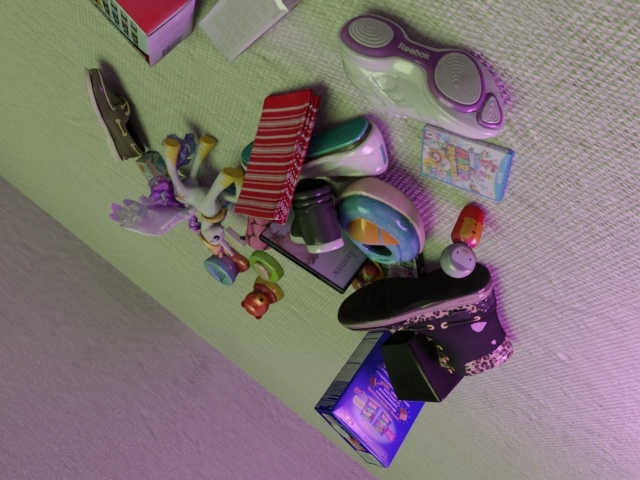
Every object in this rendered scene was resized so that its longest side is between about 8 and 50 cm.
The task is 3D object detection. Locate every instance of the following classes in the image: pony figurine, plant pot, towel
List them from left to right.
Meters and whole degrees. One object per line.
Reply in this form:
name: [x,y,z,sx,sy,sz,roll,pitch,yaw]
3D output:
pony figurine: [-0.381,-0.131,1.520,0.351,0.302,0.363,27,134,5]
towel: [-0.098,-0.178,1.105,0.031,0.274,0.199,16,179,-37]
plant pot: [0.281,0.315,1.447,0.166,0.188,0.187,58,148,-4]

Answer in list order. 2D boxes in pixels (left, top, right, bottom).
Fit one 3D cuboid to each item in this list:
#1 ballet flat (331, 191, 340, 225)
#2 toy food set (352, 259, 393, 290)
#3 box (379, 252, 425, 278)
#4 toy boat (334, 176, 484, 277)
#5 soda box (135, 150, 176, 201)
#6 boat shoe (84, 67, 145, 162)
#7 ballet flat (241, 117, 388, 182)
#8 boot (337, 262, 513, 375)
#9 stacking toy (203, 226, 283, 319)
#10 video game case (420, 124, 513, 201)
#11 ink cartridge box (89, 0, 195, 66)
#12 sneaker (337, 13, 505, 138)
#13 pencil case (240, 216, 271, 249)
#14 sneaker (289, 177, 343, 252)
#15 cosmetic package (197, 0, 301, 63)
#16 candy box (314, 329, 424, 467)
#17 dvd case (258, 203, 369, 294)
ballet flat: [-0.024,-0.120,1.291,0.231,0.077,0.077,35,132,11]
toy food set: [0.094,0.075,1.374,0.218,0.071,0.128,40,157,27]
box: [0.207,0.078,1.332,0.114,0.036,0.206,19,145,32]
toy boat: [0.174,-0.015,1.096,0.319,0.148,0.267,9,156,33]
soda box: [-0.531,-0.205,1.747,0.058,0.063,0.183,15,143,36]
boat shoe: [-0.612,-0.374,1.574,0.324,0.097,0.116,88,166,-49]
ballet flat: [-0.020,-0.171,1.167,0.401,0.139,0.139,0,133,44]
boot: [0.260,0.211,1.276,0.378,0.138,0.284,-19,126,23]
stacking toy: [-0.278,0.123,1.845,0.309,0.130,0.279,35,151,6]
video game case: [0.267,-0.143,0.984,0.166,0.015,0.119,24,147,24]
ink cartridge box: [-0.393,-0.526,1.006,0.309,0.130,0.272,47,169,-12]
sneaker: [0.165,-0.256,0.878,0.305,0.114,0.152,36,164,14]
pencil case: [-0.153,-0.068,1.386,0.209,0.095,0.098,110,149,-48]
sneaker: [-0.019,-0.067,1.160,0.296,0.105,0.146,-144,43,-77]
cosmetic package: [-0.135,-0.431,0.993,0.239,0.060,0.098,-10,122,54]
candy box: [0.177,0.483,1.638,0.268,0.317,0.122,49,151,-15]
dvd case: [0.000,0.000,1.311,0.253,0.180,0.022,33,149,11]
